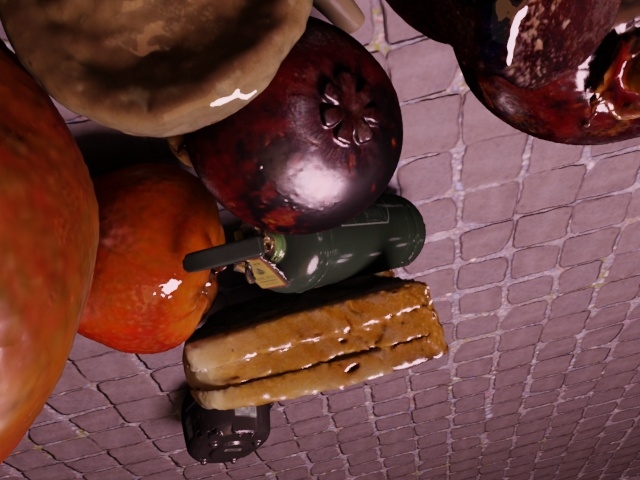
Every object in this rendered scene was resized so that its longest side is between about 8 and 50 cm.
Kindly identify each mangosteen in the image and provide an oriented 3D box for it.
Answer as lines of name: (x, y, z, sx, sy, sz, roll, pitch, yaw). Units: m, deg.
mangosteen: (-0.034, -0.087, 0.539, 0.200, 0.199, 0.199, -9, 143, -7)
mangosteen: (0.226, -0.162, 0.513, 0.236, 0.261, 0.235, -3, 132, -3)

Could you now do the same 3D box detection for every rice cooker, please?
rice cooker: (-0.152, 0.289, 1.092, 0.142, 0.118, 0.203, 5, 142, -24)

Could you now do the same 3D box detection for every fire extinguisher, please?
fire extinguisher: (0.000, 0.000, 0.689, 0.115, 0.095, 0.311, -13, 176, 30)

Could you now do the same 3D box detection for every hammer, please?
hammer: (0.047, -0.277, 0.309, 0.095, 0.242, 0.408, -28, 145, -5)

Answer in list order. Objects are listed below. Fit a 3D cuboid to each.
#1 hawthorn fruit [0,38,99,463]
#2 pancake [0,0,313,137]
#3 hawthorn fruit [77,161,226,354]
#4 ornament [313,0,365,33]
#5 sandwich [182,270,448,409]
hawthorn fruit: (-0.344, 0.039, 0.463, 0.403, 0.402, 0.402, -9, 143, -7)
pancake: (-0.104, -0.187, 0.432, 0.236, 0.222, 0.042, -45, 176, 0)
hawthorn fruit: (-0.210, 0.015, 0.675, 0.226, 0.196, 0.196, 7, 142, 5)
ornament: (-0.119, -0.199, 0.523, 0.230, 0.061, 0.245, -29, 144, 21)
sandwich: (-0.016, 0.105, 0.800, 0.271, 0.099, 0.301, -11, -178, -2)
